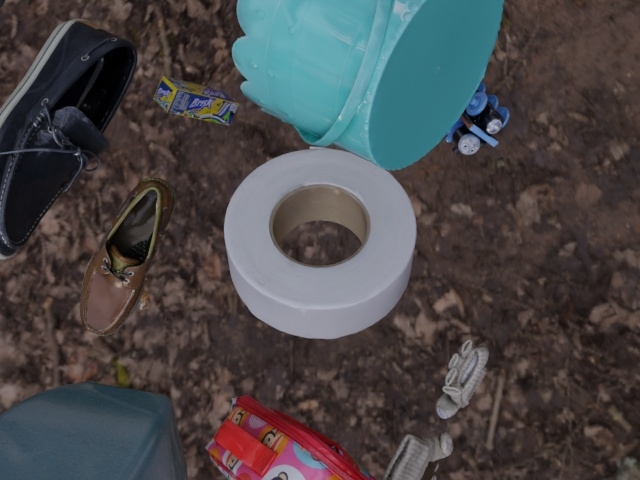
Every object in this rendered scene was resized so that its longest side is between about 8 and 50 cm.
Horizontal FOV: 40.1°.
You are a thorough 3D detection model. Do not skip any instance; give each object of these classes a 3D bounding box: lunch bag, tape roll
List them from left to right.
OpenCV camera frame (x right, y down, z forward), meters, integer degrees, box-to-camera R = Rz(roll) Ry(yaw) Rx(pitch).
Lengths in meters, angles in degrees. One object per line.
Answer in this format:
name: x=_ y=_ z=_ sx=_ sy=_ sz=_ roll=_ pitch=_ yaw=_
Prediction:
lunch bag: x=-0.025 y=0.294 z=1.060 sx=0.258 sy=0.293 sz=0.120 roll=42 pitch=76 yaw=-20
tape roll: x=0.000 y=0.000 z=1.316 sx=0.286 sy=0.286 sz=0.100 roll=2 pitch=148 yaw=2

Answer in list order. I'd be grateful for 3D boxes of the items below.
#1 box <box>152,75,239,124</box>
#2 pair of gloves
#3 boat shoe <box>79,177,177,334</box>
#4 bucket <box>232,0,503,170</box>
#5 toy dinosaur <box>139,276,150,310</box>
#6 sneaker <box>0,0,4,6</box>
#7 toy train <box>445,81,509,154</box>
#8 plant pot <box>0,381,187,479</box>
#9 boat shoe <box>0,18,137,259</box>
box: x=-0.248 y=-0.280 z=1.763 sx=0.169 sy=0.059 sz=0.054 roll=6 pitch=121 yaw=-50
pair of gloves: x=0.174 y=0.255 z=1.226 sx=0.042 sy=0.240 sz=0.204 roll=27 pitch=165 yaw=23
boat shoe: x=-0.351 y=0.030 z=1.544 sx=0.111 sy=0.104 sz=0.307 roll=21 pitch=95 yaw=-5
bucket: x=0.057 y=-0.223 z=0.961 sx=0.183 sy=0.281 sz=0.281 roll=34 pitch=125 yaw=26
toy dinosaur: x=-0.438 y=0.100 z=2.031 sx=0.112 sy=0.064 sz=0.211 roll=2 pitch=157 yaw=-2
sneaker: x=-0.285 y=-0.244 z=0.684 sx=0.077 sy=0.072 sz=0.178 roll=41 pitch=122 yaw=14
toy train: x=0.237 y=-0.209 z=1.447 sx=0.080 sy=0.184 sz=0.105 roll=26 pitch=114 yaw=-31
plant pot: x=-0.298 y=0.324 z=1.144 sx=0.247 sy=0.252 sz=0.248 roll=6 pitch=124 yaw=18
boat shoe: x=-0.484 y=-0.192 z=1.612 sx=0.156 sy=0.500 sz=0.187 roll=13 pitch=156 yaw=18
